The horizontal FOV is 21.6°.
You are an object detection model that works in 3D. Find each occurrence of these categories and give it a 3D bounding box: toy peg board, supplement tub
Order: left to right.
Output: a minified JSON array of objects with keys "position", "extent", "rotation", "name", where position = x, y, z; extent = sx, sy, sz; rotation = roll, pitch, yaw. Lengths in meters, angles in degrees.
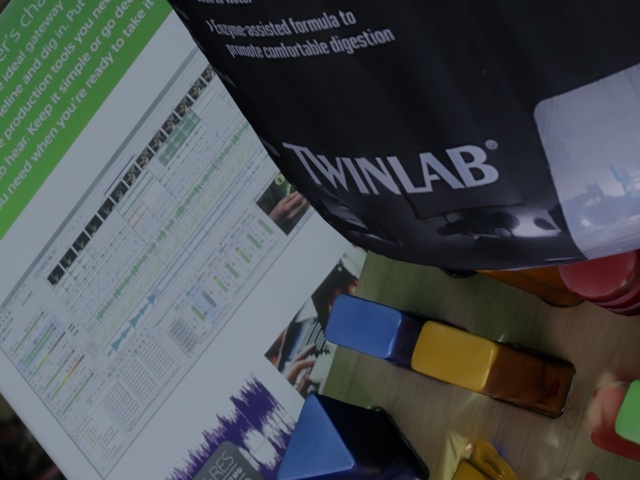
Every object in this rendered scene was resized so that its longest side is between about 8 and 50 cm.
[{"position":[0.007,-0.177,0.353],"extent":[0.207,0.338,0.207],"rotation":[-25,29,15],"name":"supplement tub"},{"position":[0.051,0.054,0.427],"extent":[0.160,0.079,0.161],"rotation":[16,87,35],"name":"toy peg board"}]

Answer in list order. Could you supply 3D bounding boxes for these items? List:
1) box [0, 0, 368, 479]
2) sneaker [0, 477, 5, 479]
[{"position":[0.000,0.000,0.557],"extent":[0.232,0.058,0.322],"rotation":[-51,59,11],"name":"box"},{"position":[-0.199,0.054,0.585],"extent":[0.343,0.134,0.146],"rotation":[29,86,12],"name":"sneaker"}]
